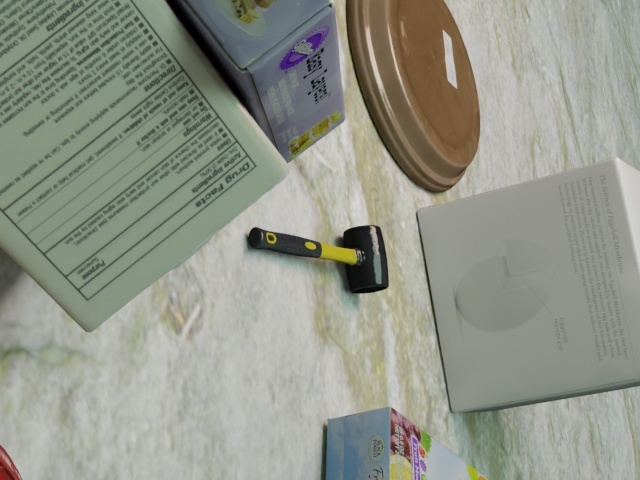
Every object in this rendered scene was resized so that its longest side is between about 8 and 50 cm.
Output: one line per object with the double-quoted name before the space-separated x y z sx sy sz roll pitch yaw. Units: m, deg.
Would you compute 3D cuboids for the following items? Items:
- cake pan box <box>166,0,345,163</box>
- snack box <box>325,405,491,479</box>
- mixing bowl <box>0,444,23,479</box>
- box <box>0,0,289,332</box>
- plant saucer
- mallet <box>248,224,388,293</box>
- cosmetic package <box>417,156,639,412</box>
"cake pan box" -0.090 -0.182 0.714 0.267 0.070 0.246 51 -5 9
"snack box" 0.081 0.261 1.000 0.207 0.070 0.175 42 42 -48
"mixing bowl" -0.196 0.140 0.528 0.181 0.098 0.182 38 44 -49
"box" -0.150 -0.093 0.632 0.232 0.148 0.127 54 -4 -35
"plant saucer" 0.115 -0.193 1.317 0.278 0.041 0.278 37 45 -49
"mallet" 0.000 0.000 1.022 0.189 0.039 0.062 23 59 -52
"cosmetic package" 0.247 0.054 1.238 0.138 0.224 0.224 11 68 -59
